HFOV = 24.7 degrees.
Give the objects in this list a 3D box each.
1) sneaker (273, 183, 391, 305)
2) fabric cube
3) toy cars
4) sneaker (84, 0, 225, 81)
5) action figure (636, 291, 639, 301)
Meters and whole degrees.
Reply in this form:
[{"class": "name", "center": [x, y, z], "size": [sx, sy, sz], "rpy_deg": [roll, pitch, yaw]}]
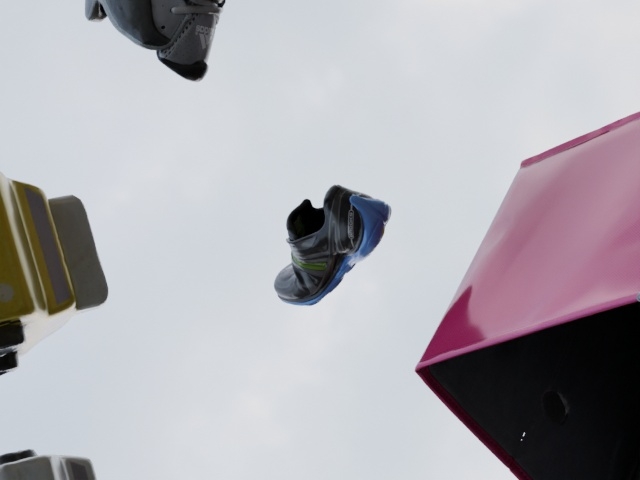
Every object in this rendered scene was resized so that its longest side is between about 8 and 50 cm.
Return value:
[{"class": "sneaker", "center": [0.000, 0.000, 1.343], "size": [0.078, 0.188, 0.067], "rpy_deg": [32, -123, -6]}, {"class": "fabric cube", "center": [0.283, 0.069, 1.179], "size": [0.259, 0.254, 0.258], "rpy_deg": [46, -131, -18]}, {"class": "toy cars", "center": [-0.162, 0.096, 0.853], "size": [0.087, 0.176, 0.394], "rpy_deg": [-14, -49, -16]}, {"class": "sneaker", "center": [-0.049, -0.164, 0.917], "size": [0.086, 0.228, 0.132], "rpy_deg": [15, -101, -66]}, {"class": "action figure", "center": [0.274, 0.067, 0.835], "size": [0.330, 0.341, 0.178], "rpy_deg": [13, -145, -50]}]
